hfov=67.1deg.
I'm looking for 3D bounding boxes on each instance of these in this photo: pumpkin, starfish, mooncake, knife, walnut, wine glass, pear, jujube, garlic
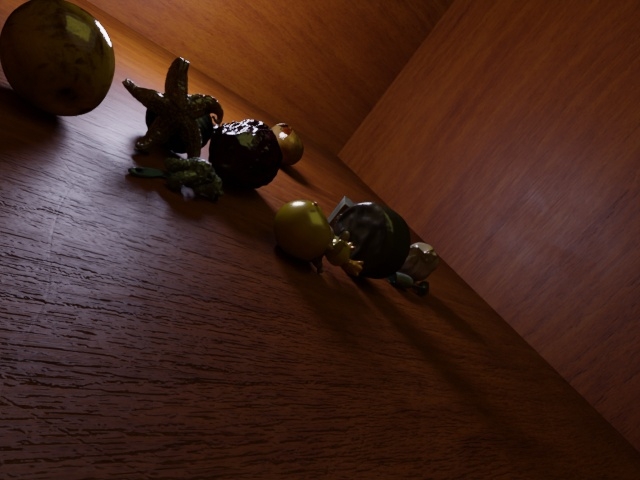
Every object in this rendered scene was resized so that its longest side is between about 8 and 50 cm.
[{"bbox_3d":[-0.470,-0.393,1.616,0.221,0.162,0.220,19,48,-22],"label":"pumpkin"},{"bbox_3d":[-0.452,-0.379,1.456,0.312,0.303,0.113,42,-6,-29],"label":"starfish"},{"bbox_3d":[0.180,-0.002,1.794,0.156,0.284,0.284,13,29,-46],"label":"mooncake"},{"bbox_3d":[-0.448,-0.191,1.409,0.044,0.019,0.313,48,16,7],"label":"knife"},{"bbox_3d":[-0.203,-0.511,2.568,0.203,0.203,0.297,27,17,-35],"label":"walnut"},{"bbox_3d":[0.383,0.184,2.110,0.262,0.074,0.074,21,23,-43],"label":"wine glass"},{"bbox_3d":[-0.658,-0.455,1.224,0.281,0.280,0.280,35,16,-11],"label":"pear"},{"bbox_3d":[-0.271,-0.311,1.757,0.258,0.258,0.377,40,22,5],"label":"jujube"},{"bbox_3d":[0.419,0.098,2.261,0.281,0.184,0.203,2,8,-33],"label":"garlic"}]

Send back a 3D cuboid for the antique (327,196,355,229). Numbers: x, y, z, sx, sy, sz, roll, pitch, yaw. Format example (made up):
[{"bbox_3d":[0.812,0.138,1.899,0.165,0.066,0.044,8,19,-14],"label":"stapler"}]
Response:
[{"bbox_3d":[0.125,-0.085,2.150,0.152,0.146,0.148,35,17,-8],"label":"antique"}]

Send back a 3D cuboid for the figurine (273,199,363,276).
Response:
[{"bbox_3d":[0.000,0.000,1.578,0.344,0.187,0.215,33,6,-39],"label":"figurine"}]

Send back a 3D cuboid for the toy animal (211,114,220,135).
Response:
[{"bbox_3d":[-0.506,-0.516,2.069,0.214,0.094,0.186,38,21,-34],"label":"toy animal"}]

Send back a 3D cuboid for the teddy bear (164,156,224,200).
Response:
[{"bbox_3d":[-0.353,-0.195,1.437,0.213,0.111,0.133,19,42,-51],"label":"teddy bear"}]
